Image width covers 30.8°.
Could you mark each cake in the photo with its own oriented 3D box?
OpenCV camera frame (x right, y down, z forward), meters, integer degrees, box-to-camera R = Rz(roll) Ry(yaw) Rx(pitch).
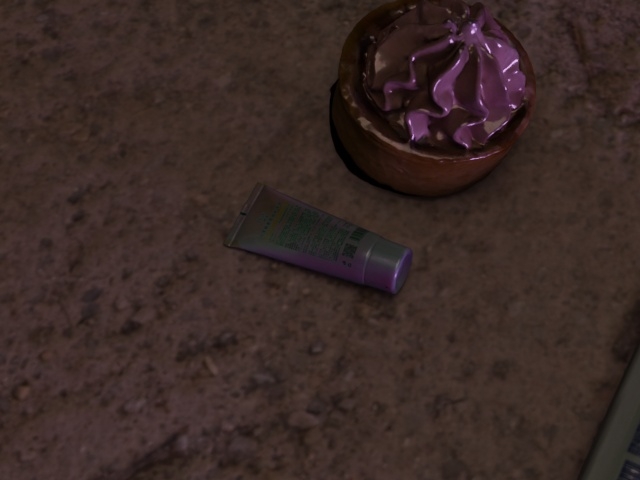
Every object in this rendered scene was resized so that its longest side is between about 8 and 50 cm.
[{"bbox_3d":[0.103,-0.156,1.110,0.208,0.178,0.185,16,64,9],"label":"cake"}]

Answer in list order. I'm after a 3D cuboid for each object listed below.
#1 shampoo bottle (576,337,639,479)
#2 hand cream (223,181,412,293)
[{"bbox_3d":[0.319,0.162,1.009,0.134,0.078,0.359,28,65,8],"label":"shampoo bottle"},{"bbox_3d":[0.000,0.000,1.104,0.174,0.047,0.076,19,64,17],"label":"hand cream"}]
